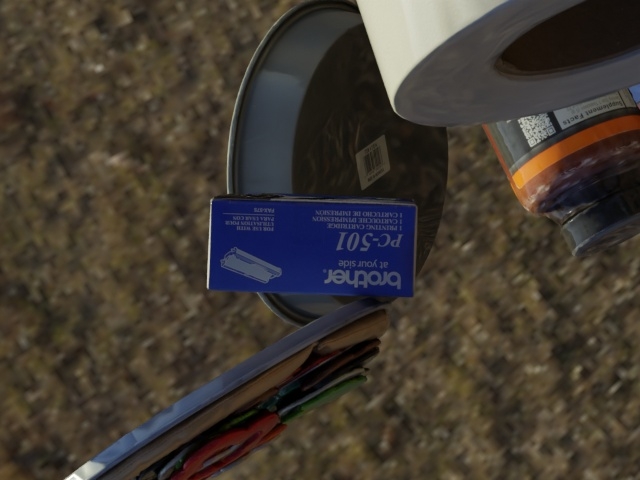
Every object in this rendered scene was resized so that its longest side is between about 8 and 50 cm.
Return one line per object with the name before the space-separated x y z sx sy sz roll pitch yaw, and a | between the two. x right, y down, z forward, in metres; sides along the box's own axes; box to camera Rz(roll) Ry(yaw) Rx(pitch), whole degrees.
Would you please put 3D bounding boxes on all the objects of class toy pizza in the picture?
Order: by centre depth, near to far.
toy pizza | -0.046 0.091 0.904 0.201 0.201 0.032 -40 79 44

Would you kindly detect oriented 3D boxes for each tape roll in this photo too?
tape roll | 0.126 -0.182 0.980 0.246 0.246 0.169 -30 74 44

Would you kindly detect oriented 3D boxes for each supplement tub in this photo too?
supplement tub | 0.166 -0.090 1.338 0.106 0.106 0.198 -37 72 44

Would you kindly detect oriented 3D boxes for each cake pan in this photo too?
cake pan | 0.025 -0.066 1.661 0.054 0.293 0.293 4 116 34

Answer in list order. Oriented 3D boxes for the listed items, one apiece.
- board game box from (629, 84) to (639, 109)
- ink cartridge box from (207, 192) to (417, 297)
board game box | 0.310 -0.194 1.433 0.145 0.027 0.281 21 89 52
ink cartridge box | 0.000 0.000 0.969 0.097 0.207 0.046 2 92 3
